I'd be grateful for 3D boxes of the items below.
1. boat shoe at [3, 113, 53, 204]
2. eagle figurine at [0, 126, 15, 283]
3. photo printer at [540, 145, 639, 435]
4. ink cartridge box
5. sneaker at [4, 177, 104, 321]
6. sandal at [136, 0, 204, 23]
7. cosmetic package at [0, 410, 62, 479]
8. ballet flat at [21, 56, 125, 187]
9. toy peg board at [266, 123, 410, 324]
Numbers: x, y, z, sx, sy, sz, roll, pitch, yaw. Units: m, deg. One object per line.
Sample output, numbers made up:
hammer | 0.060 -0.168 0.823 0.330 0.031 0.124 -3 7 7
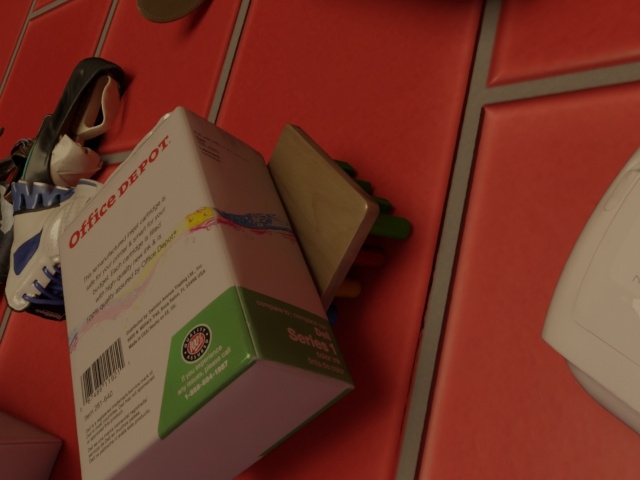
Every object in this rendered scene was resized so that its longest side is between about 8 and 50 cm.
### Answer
boat shoe | -0.479 -0.139 1.179 0.066 0.066 0.183 -11 63 39
eagle figurine | -0.620 -0.043 1.213 0.226 0.225 0.298 -91 -1 -80
photo printer | 0.282 0.033 0.354 0.256 0.107 0.307 -56 43 6
ink cartridge box | -0.117 0.054 0.614 0.201 0.117 0.278 -41 48 22
sneaker | -0.314 0.020 0.923 0.315 0.127 0.182 3 82 42
sandal | -0.185 -0.415 1.053 0.240 0.088 0.079 -57 12 -4
cosmetic package | -0.573 0.352 0.772 0.329 0.327 0.393 16 81 21
ballet flat | -0.373 -0.159 1.077 0.096 0.095 0.280 7 75 32
toy peg board | 0.000 0.000 0.672 0.161 0.079 0.160 50 122 46
